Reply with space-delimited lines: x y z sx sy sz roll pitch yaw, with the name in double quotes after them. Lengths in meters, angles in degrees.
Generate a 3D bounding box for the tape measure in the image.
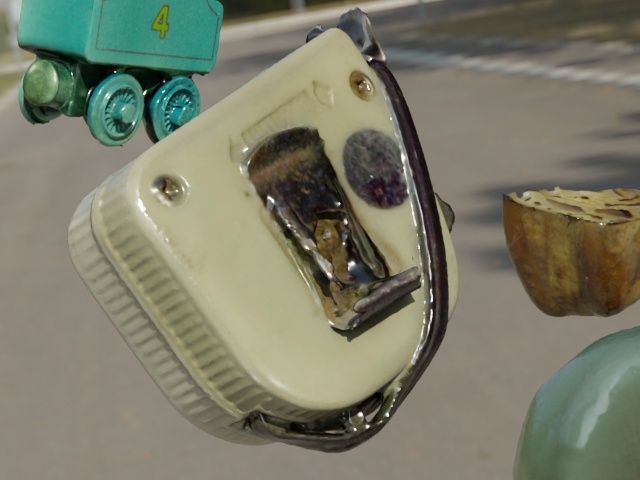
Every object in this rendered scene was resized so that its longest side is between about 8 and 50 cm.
0.000 0.000 1.248 0.271 0.231 0.133 -40 5 -42 "tape measure"

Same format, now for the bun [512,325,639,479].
0.289 0.204 1.746 0.283 0.283 0.179 -13 13 -21 "bun"

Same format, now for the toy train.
-0.169 -0.158 1.621 0.107 0.154 0.198 15 10 34 "toy train"

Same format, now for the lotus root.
0.264 0.011 1.847 0.159 0.135 0.095 -12 23 -4 "lotus root"
